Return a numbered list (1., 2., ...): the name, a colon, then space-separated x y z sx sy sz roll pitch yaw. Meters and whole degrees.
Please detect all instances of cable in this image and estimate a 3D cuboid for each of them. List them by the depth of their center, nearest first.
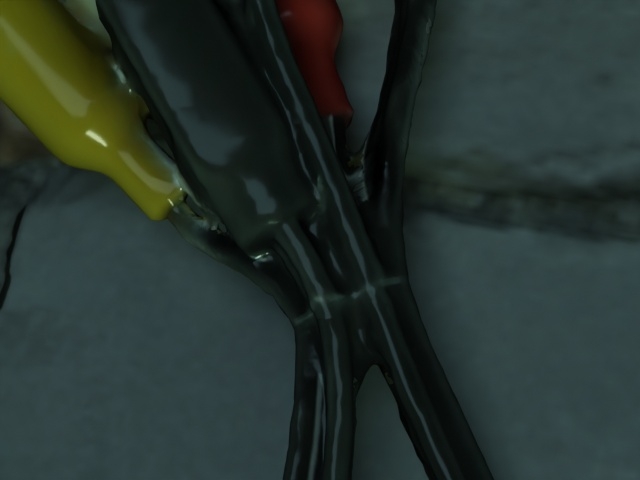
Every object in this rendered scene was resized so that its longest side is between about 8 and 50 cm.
1. cable: 0.000 0.000 0.435 0.139 0.072 0.287 -25 78 -11
